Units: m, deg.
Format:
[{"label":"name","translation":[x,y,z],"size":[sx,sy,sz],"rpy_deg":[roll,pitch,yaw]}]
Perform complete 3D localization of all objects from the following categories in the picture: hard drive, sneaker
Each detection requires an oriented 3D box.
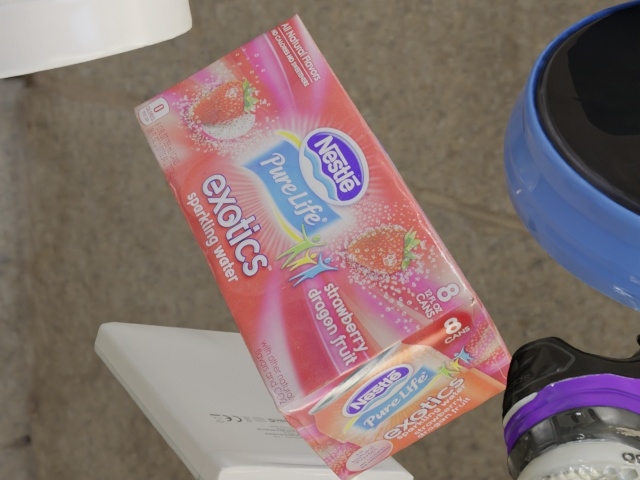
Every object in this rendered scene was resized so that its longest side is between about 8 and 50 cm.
[{"label":"hard drive","translation":[-0.085,0.188,1.447],"size":[0.353,0.233,0.047],"rpy_deg":[37,114,55]},{"label":"sneaker","translation":[0.236,0.124,0.794],"size":[0.102,0.293,0.146],"rpy_deg":[-54,29,35]}]

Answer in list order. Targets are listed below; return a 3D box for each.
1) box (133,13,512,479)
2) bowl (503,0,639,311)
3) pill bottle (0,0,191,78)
[{"label":"box","translation":[0.000,0.000,0.954],"size":[0.300,0.154,0.142],"rpy_deg":[62,-177,35]},{"label":"bowl","translation":[0.346,-0.079,1.058],"size":[0.391,0.391,0.077],"rpy_deg":[38,144,35]},{"label":"pill bottle","translation":[-0.155,-0.227,0.631],"size":[0.162,0.162,0.278],"rpy_deg":[4,112,47]}]
